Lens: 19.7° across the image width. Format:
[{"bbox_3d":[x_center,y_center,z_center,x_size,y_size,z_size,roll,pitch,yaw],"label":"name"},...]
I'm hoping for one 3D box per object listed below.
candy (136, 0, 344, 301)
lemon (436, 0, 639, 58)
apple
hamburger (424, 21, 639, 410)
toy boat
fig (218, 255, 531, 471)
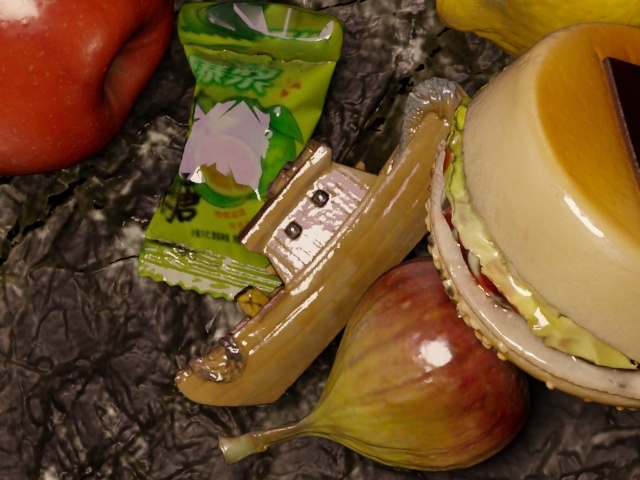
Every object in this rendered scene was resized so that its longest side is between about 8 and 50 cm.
[{"bbox_3d":[-0.067,-0.072,1.512,0.149,0.069,0.246,9,83,18],"label":"candy"},{"bbox_3d":[0.201,-0.244,1.409,0.228,0.228,0.253,31,81,24],"label":"lemon"},{"bbox_3d":[-0.244,-0.179,1.509,0.216,0.260,0.260,23,79,13],"label":"apple"},{"bbox_3d":[0.210,-0.015,1.306,0.300,0.176,0.300,17,45,-17],"label":"hamburger"},{"bbox_3d":[0.000,0.000,1.435,0.121,0.089,0.321,42,89,-6],"label":"toy boat"},{"bbox_3d":[0.050,0.117,1.382,0.231,0.143,0.160,-36,72,24],"label":"fig"}]
